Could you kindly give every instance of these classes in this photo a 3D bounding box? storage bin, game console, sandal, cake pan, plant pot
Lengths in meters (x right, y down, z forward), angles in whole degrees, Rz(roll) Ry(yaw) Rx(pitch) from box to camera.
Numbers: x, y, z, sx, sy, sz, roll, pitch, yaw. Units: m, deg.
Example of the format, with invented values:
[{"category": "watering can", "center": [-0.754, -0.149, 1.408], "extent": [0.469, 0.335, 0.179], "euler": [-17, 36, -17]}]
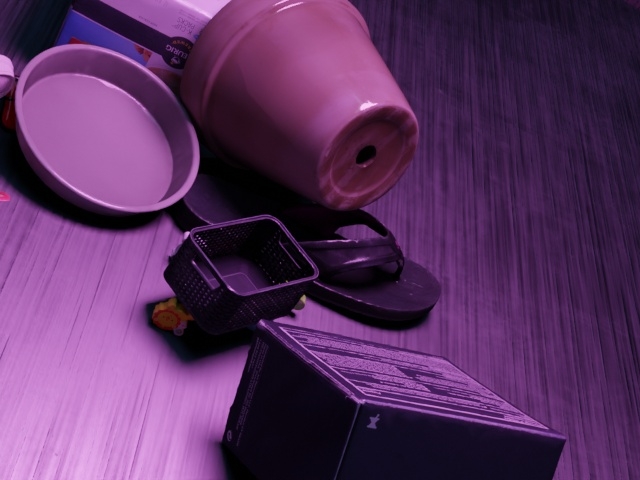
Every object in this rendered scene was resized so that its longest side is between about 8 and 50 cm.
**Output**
[{"category": "storage bin", "center": [-0.107, 0.045, 1.900], "extent": [0.180, 0.084, 0.122], "euler": [-13, 57, -49]}, {"category": "game console", "center": [-0.416, -0.196, 2.109], "extent": [0.144, 0.085, 0.124], "euler": [15, 68, -27]}, {"category": "sandal", "center": [-0.001, 0.001, 2.121], "extent": [0.446, 0.107, 0.167], "euler": [21, 33, -17]}, {"category": "cake pan", "center": [-0.317, -0.154, 2.044], "extent": [0.293, 0.054, 0.293], "euler": [21, 48, -25]}, {"category": "plant pot", "center": [-0.005, -0.198, 2.125], "extent": [0.323, 0.323, 0.280], "euler": [-2, 35, -43]}]

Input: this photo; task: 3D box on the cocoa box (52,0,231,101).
[{"category": "cocoa box", "center": [-0.272, -0.386, 2.288], "extent": [0.231, 0.228, 0.347], "euler": [26, 32, -11]}]

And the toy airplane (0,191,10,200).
[{"category": "toy airplane", "center": [-0.495, -0.077, 1.863], "extent": [0.151, 0.028, 0.151], "euler": [24, 32, -16]}]

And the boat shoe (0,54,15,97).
[{"category": "boat shoe", "center": [-0.526, -0.185, 1.926], "extent": [0.277, 0.098, 0.096], "euler": [-24, 62, -43]}]

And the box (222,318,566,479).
[{"category": "box", "center": [0.080, 0.245, 1.701], "extent": [0.296, 0.183, 0.294], "euler": [13, 8, -28]}]

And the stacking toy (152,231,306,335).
[{"category": "stacking toy", "center": [-0.120, 0.094, 1.952], "extent": [0.221, 0.052, 0.167], "euler": [26, 34, -15]}]
